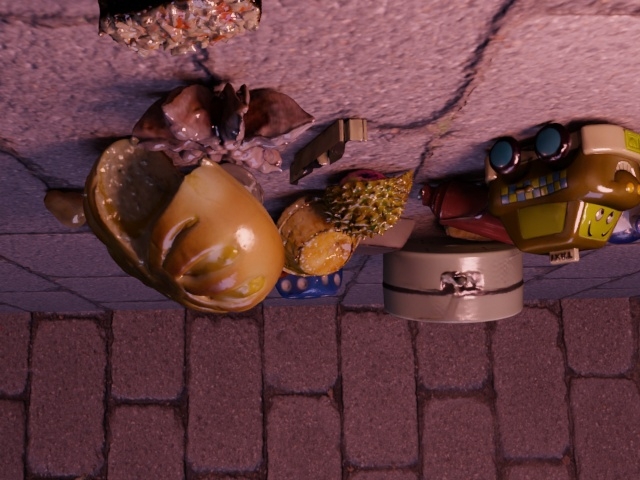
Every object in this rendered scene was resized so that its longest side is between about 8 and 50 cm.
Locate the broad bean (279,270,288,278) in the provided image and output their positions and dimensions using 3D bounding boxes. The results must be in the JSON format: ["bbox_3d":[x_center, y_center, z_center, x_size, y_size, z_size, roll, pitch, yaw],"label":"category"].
[{"bbox_3d":[-0.091,0.022,1.735,0.114,0.165,0.084,28,120,-17],"label":"broad bean"}]

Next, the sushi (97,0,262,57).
[{"bbox_3d":[-0.123,-0.214,0.678,0.150,0.078,0.090,-6,168,16],"label":"sushi"}]

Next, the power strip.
[{"bbox_3d":[0.313,0.090,1.812,0.357,0.162,0.357,-2,-173,0],"label":"power strip"}]

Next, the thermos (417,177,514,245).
[{"bbox_3d":[0.289,-0.054,1.409,0.231,0.099,0.124,17,153,24],"label":"thermos"}]

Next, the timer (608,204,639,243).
[{"bbox_3d":[0.595,-0.056,1.269,0.270,0.271,0.383,4,-178,-25],"label":"timer"}]

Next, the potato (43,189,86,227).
[{"bbox_3d":[-0.474,-0.062,1.431,0.083,0.068,0.062,21,-162,-28],"label":"potato"}]

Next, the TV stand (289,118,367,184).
[{"bbox_3d":[0.000,-0.135,1.199,0.042,0.036,0.249,2,168,-23],"label":"TV stand"}]

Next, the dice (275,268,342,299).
[{"bbox_3d":[-0.034,0.076,1.986,0.146,0.143,0.146,-10,170,30],"label":"dice"}]

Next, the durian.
[{"bbox_3d":[0.065,-0.063,1.357,0.186,0.119,0.108,-6,172,28],"label":"durian"}]

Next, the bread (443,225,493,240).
[{"bbox_3d":[0.410,-0.042,1.717,0.266,0.041,0.267,-1,168,0],"label":"bread"}]

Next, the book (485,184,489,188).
[{"bbox_3d":[0.454,-0.071,1.520,0.310,0.021,0.217,1,156,-12],"label":"book"}]

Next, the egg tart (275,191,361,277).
[{"bbox_3d":[0.001,0.001,1.529,0.212,0.090,0.213,-16,136,-16],"label":"egg tart"}]

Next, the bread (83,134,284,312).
[{"bbox_3d":[-0.215,-0.001,1.173,0.332,0.160,0.333,25,148,17],"label":"bread"}]

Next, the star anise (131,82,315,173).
[{"bbox_3d":[-0.117,-0.144,0.994,0.229,0.093,0.236,-5,166,19],"label":"star anise"}]

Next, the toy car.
[{"bbox_3d":[0.384,-0.063,1.204,0.204,0.198,0.247,8,165,-39],"label":"toy car"}]

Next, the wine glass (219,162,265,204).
[{"bbox_3d":[-0.212,-0.051,1.364,0.126,0.127,0.241,7,163,-37],"label":"wine glass"}]

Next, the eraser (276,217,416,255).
[{"bbox_3d":[0.051,-0.019,1.695,0.352,0.078,0.111,5,169,-33],"label":"eraser"}]
